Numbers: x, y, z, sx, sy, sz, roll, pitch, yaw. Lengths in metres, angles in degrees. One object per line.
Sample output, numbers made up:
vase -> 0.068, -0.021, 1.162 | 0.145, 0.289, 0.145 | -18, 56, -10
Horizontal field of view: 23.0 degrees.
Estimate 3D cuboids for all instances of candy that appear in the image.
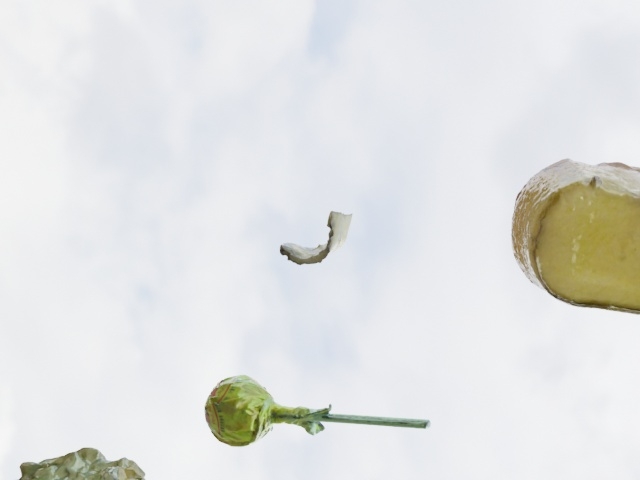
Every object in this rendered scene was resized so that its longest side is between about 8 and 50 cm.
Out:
candy -> -0.005, 0.200, 1.776 | 0.073, 0.262, 0.077 | -43, 134, -70

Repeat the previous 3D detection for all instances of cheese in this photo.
cheese -> 0.002, 0.000, 1.684 | 0.041, 0.084, 0.060 | 58, 6, 3

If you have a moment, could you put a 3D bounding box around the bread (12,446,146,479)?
bread -> -0.115, 0.243, 0.853 | 0.098, 0.087, 0.270 | -72, 157, -60

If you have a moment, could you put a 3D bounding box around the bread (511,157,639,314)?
bread -> 0.252, 0.007, 1.075 | 0.094, 0.245, 0.102 | -113, -149, -76
